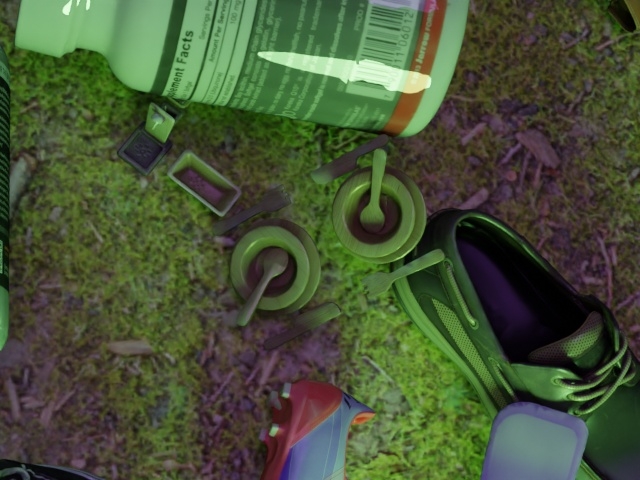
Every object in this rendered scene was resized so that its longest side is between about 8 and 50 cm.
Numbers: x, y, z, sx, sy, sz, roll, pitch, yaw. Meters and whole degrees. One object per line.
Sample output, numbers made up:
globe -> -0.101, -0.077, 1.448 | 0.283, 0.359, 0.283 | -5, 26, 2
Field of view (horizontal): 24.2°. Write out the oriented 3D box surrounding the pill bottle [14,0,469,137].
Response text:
pill bottle -> -0.069, -0.220, 1.291 | 0.362, 0.210, 0.210 | 10, 73, -11

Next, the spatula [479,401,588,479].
spatula -> 0.150, 0.285, 1.284 | 0.084, 0.030, 0.297 | 17, 85, 21

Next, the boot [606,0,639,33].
boot -> 0.314, -0.316, 1.495 | 0.152, 0.073, 0.197 | -36, 83, -15

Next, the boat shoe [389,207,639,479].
boat shoe -> 0.206, 0.114, 1.321 | 0.355, 0.130, 0.132 | 43, 71, 1

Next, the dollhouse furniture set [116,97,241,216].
dollhouse furniture set -> -0.107, -0.088, 1.330 | 0.114, 0.081, 0.091 | 38, 71, -1

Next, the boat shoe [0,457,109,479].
boat shoe -> -0.282, 0.216, 1.196 | 0.306, 0.105, 0.113 | 16, 73, -8

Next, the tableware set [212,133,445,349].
tableware set -> 0.000, 0.000, 1.300 | 0.194, 0.039, 0.128 | -28, 81, 17

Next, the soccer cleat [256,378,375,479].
soccer cleat -> -0.022, 0.238, 1.266 | 0.095, 0.083, 0.248 | 19, 69, -12

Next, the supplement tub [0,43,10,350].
supplement tub -> -0.349, -0.061, 1.210 | 0.193, 0.193, 0.316 | 1, 75, -12
